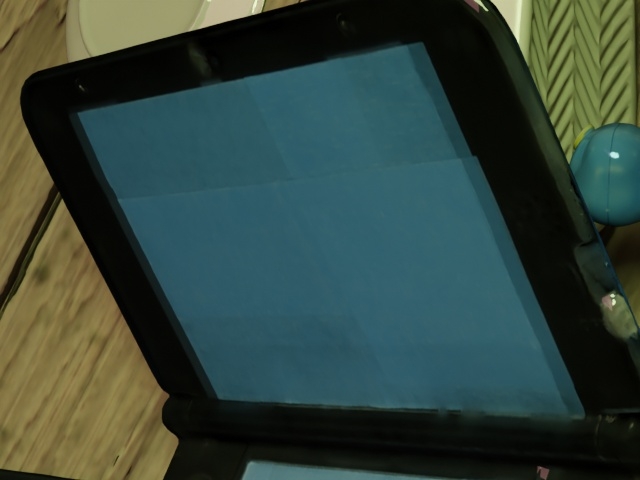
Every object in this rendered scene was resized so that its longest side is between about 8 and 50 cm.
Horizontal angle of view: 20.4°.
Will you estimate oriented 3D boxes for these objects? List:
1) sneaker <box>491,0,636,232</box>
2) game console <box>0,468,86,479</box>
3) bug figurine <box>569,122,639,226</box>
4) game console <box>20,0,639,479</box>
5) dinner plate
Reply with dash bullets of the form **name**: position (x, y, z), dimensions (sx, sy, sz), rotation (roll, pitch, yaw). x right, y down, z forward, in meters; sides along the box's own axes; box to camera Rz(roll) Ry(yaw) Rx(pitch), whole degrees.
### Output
- **sneaker**: position (0.047, -0.170, 0.699), dimensions (0.148, 0.131, 0.350), rotation (3, 80, 36)
- **game console**: position (-0.242, 0.275, 0.875), dimensions (0.386, 0.060, 0.342), rotation (1, 79, 40)
- **bug figurine**: position (0.160, -0.058, 0.505), dimensions (0.216, 0.279, 0.072), rotation (8, 62, 12)
- **game console**: position (-0.029, 0.074, 0.624), dimensions (0.293, 0.173, 0.250), rotation (-5, 56, 54)
- **dinner plate**: position (-0.081, -0.124, 0.874), dimensions (0.141, 0.017, 0.141), rotation (-12, 70, 36)
